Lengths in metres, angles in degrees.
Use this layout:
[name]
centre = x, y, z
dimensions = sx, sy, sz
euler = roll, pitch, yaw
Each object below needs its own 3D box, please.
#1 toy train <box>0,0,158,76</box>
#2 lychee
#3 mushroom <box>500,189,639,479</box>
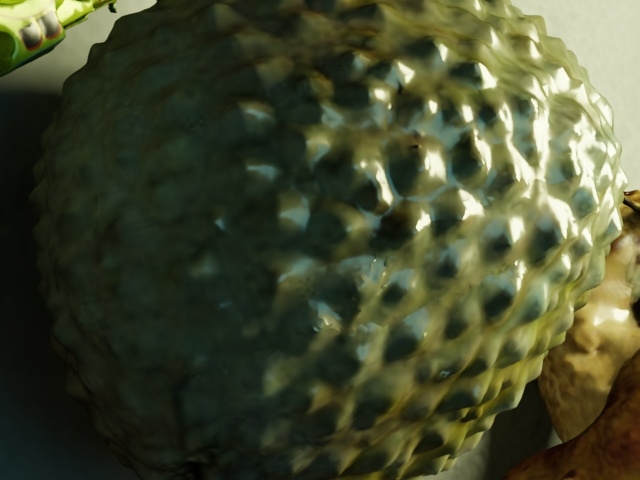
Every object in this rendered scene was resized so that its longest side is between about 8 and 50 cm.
[toy train]
centre = -0.080, -0.162, 0.914
dimensions = 0.250, 0.053, 0.085
euler = -37, 114, -34
[lychee]
centre = 0.000, 0.000, 0.848
dimensions = 0.255, 0.274, 0.255
euler = -13, 90, -72
[mushroom]
centre = 0.207, 0.130, 1.059
dimensions = 0.267, 0.267, 0.254
euler = 50, 24, -26
